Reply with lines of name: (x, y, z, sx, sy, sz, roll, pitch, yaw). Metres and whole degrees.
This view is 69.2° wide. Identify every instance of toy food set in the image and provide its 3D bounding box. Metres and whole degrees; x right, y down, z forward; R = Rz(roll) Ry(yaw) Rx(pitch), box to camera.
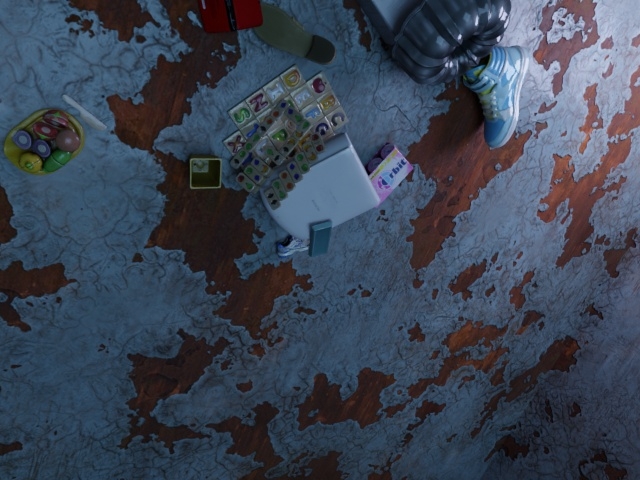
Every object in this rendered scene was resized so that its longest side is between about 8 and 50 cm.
toy food set: (-0.623, -0.232, 1.075, 0.218, 0.071, 0.128, -40, 126, -2)

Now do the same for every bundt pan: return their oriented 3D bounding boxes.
bundt pan: (0.359, -0.539, 1.232, 0.331, 0.124, 0.331, -27, 166, -7)

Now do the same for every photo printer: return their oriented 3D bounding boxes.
photo printer: (-0.010, -0.142, 1.351, 0.307, 0.107, 0.256, -25, 133, 10)

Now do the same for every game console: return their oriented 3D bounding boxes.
game console: (-0.219, -0.577, 1.101, 0.124, 0.085, 0.144, 6, 123, 21)

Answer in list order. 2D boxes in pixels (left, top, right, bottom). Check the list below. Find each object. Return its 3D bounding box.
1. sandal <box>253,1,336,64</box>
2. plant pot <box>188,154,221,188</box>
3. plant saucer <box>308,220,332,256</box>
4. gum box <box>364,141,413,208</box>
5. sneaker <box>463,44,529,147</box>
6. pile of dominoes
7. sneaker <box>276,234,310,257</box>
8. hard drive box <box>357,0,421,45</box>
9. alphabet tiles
sandal: (-0.068, -0.514, 1.182, 0.240, 0.079, 0.088, 29, 104, 1)
plant pot: (-0.313, -0.190, 1.238, 0.081, 0.083, 0.081, -4, 117, -24)
plant saucer: (0.000, 0.000, 1.424, 0.067, 0.018, 0.192, -16, 154, -12)
gum box: (0.197, -0.210, 1.482, 0.188, 0.062, 0.107, -47, 125, 5)
sneaker: (0.525, -0.457, 1.473, 0.208, 0.127, 0.319, -3, 108, -26)
pile of dominoes: (-0.117, -0.231, 1.242, 0.251, 0.196, 0.040, -49, 167, 6)
sneaker: (-0.078, 0.007, 1.477, 0.135, 0.052, 0.058, -25, 120, -12)
hard drive box: (0.195, -0.668, 1.220, 0.181, 0.089, 0.232, -45, 126, 2)
alphabet tiles: (-0.092, -0.313, 1.322, 0.342, 0.011, 0.285, -36, 125, -4)
